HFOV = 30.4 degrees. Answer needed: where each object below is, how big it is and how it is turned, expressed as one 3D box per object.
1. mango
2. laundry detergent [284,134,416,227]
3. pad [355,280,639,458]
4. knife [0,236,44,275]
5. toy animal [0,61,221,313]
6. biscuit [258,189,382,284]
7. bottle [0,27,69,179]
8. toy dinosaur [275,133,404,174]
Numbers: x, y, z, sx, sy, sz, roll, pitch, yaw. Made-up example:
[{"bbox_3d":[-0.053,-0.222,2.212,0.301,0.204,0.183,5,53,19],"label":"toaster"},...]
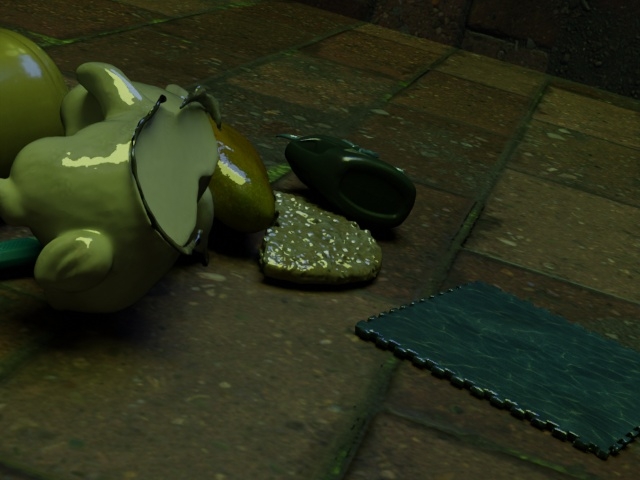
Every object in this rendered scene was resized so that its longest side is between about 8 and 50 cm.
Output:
[{"bbox_3d":[-0.114,-0.073,1.267,0.136,0.099,0.227,35,4,-30],"label":"mango"},{"bbox_3d":[0.019,-0.086,1.436,0.144,0.078,0.221,21,9,-28],"label":"laundry detergent"},{"bbox_3d":[0.204,0.111,1.130,0.269,0.012,0.269,24,20,27],"label":"pad"},{"bbox_3d":[-0.306,0.021,0.987,0.044,0.026,0.296,24,23,35],"label":"knife"},{"bbox_3d":[-0.164,-0.049,1.033,0.154,0.209,0.325,-13,0,19],"label":"toy animal"},{"bbox_3d":[0.003,0.002,1.265,0.133,0.032,0.250,15,17,-4],"label":"biscuit"},{"bbox_3d":[-0.383,-0.086,1.023,0.171,0.172,0.351,21,22,18],"label":"bottle"},{"bbox_3d":[0.034,-0.114,1.613,0.197,0.045,0.080,15,4,-23],"label":"toy dinosaur"}]
